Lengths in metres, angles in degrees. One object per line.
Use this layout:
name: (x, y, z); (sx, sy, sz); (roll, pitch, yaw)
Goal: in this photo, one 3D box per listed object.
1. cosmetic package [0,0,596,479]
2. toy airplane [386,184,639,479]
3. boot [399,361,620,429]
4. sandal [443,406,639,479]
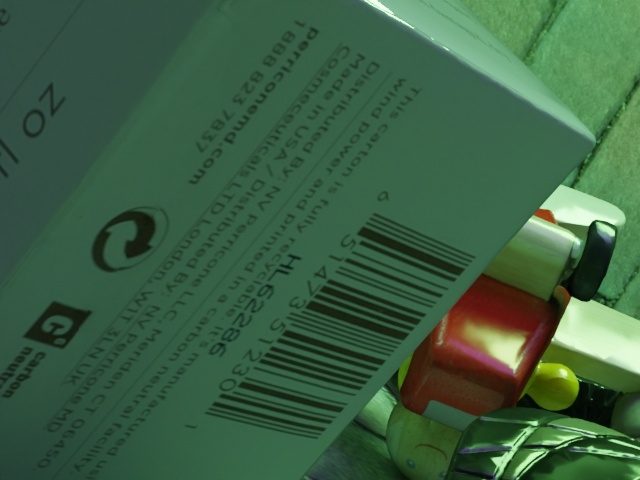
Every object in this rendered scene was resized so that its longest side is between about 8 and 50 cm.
cosmetic package: (-0.141, -0.090, 1.017); (0.394, 0.329, 0.327); (48, 16, 33)
toy airplane: (0.123, 0.063, 1.505); (0.384, 0.272, 0.386); (7, 17, -41)
boot: (0.217, 0.147, 1.867); (0.348, 0.131, 0.260); (30, 8, -17)
sandal: (0.118, 0.196, 1.180); (0.120, 0.086, 0.303); (19, 34, 20)
